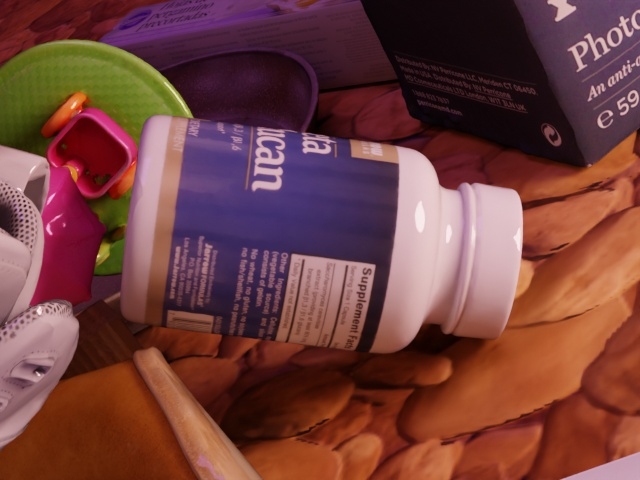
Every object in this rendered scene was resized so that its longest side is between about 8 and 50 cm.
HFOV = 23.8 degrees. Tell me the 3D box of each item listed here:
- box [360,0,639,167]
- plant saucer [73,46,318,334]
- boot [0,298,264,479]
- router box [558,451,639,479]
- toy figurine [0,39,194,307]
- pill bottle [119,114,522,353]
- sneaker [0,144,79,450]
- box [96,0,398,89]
[{"bbox_3d":[0.143,-0.249,0.815,0.296,0.294,0.183,-38,28,-16],"label":"box"},{"bbox_3d":[-0.131,-0.016,0.953,0.310,0.050,0.310,-24,27,13],"label":"plant saucer"},{"bbox_3d":[-0.134,0.136,0.650,0.211,0.104,0.295,-40,22,-10],"label":"boot"},{"bbox_3d":[0.013,0.200,0.342,0.335,0.082,0.301,-20,27,-1],"label":"router box"},{"bbox_3d":[-0.151,-0.001,0.735,0.173,0.130,0.159,-43,8,22],"label":"toy figurine"},{"bbox_3d":[0.000,0.000,0.679,0.169,0.094,0.094,7,29,-5],"label":"pill bottle"},{"bbox_3d":[-0.198,0.073,0.433,0.210,0.137,0.366,-55,-6,19],"label":"sneaker"},{"bbox_3d":[-0.023,-0.141,1.045,0.324,0.067,0.063,-4,35,42],"label":"box"}]
